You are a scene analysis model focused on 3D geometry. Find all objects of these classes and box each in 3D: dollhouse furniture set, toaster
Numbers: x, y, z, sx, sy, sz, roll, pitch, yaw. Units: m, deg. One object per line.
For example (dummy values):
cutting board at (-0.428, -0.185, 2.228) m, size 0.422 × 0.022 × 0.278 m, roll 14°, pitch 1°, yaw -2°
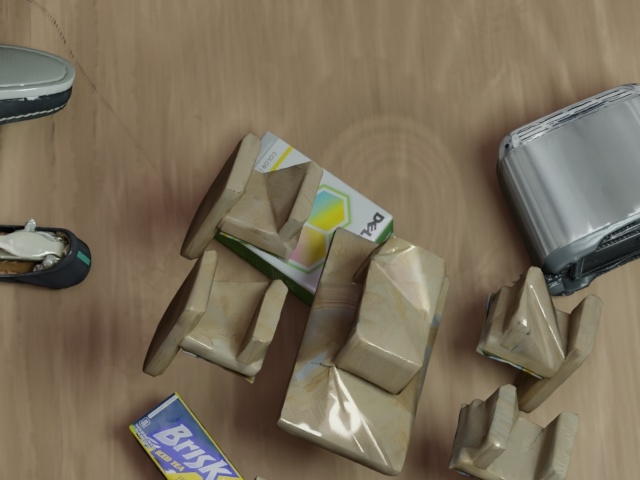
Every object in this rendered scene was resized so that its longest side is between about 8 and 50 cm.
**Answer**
dollhouse furniture set at (0.006, 0.181, 1.720) m, size 0.362 × 0.256 × 0.394 m, roll 24°, pitch 53°, yaw -10°
toaster at (0.263, -0.048, 1.847) m, size 0.227 × 0.129 × 0.146 m, roll -23°, pitch 70°, yaw -3°

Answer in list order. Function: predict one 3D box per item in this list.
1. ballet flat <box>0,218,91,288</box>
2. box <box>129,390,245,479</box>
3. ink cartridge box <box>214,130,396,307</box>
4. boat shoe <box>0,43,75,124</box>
ballet flat at (-0.324, 0.008, 1.877) m, size 0.203 × 0.074 × 0.074 m, roll 4°, pitch 73°, yaw 3°
box at (-0.106, 0.226, 1.810) m, size 0.059 × 0.054 × 0.169 m, roll -37°, pitch 75°, yaw -9°
ink cartridge box at (0.000, 0.000, 1.872) m, size 0.209 × 0.062 × 0.109 m, roll 36°, pitch 77°, yaw 11°
boat shoe at (-0.390, -0.132, 1.914) m, size 0.302 × 0.091 × 0.114 m, roll 0°, pitch 29°, yaw 3°
